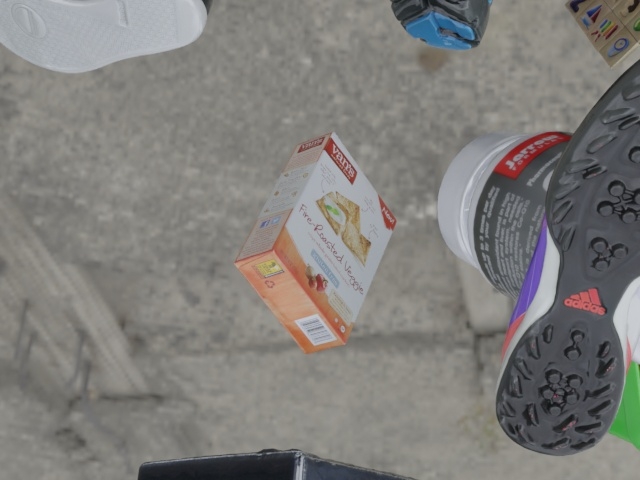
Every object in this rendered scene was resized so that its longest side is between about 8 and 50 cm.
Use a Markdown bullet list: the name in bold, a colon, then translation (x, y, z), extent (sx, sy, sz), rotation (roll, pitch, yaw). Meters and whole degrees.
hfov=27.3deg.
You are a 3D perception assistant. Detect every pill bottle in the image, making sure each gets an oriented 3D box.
- **pill bottle**: translation (0.228, -0.007, 1.140), extent (0.161, 0.161, 0.283), rotation (24, -177, -30)

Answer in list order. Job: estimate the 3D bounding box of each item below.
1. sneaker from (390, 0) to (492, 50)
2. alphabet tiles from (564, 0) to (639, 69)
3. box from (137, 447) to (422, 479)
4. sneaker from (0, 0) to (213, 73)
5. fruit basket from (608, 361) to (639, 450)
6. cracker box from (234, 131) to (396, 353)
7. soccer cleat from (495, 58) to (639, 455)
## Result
- **sneaker**: translation (0.095, -0.345, 1.350), extent (0.125, 0.139, 0.341), rotation (9, 155, 28)
- **alphabet tiles**: translation (0.360, -0.318, 1.485), extent (0.009, 0.237, 0.198), rotation (32, 113, -30)
- **box**: translation (0.008, 0.543, 1.687), extent (0.297, 0.479, 0.472), rotation (-12, 157, 39)
- **sneaker**: translation (-0.207, -0.258, 1.338), extent (0.296, 0.147, 0.104), rotation (0, 135, 34)
- **fruit basket**: translation (0.436, 0.034, 1.401), extent (0.283, 0.392, 0.392), rotation (-8, 161, -35)
- **cracker box**: translation (0.000, 0.000, 1.597), extent (0.067, 0.232, 0.155), rotation (-18, 122, 34)
- **soccer cleat**: translation (0.193, -0.003, 0.886), extent (0.109, 0.116, 0.318), rotation (15, 123, 2)
